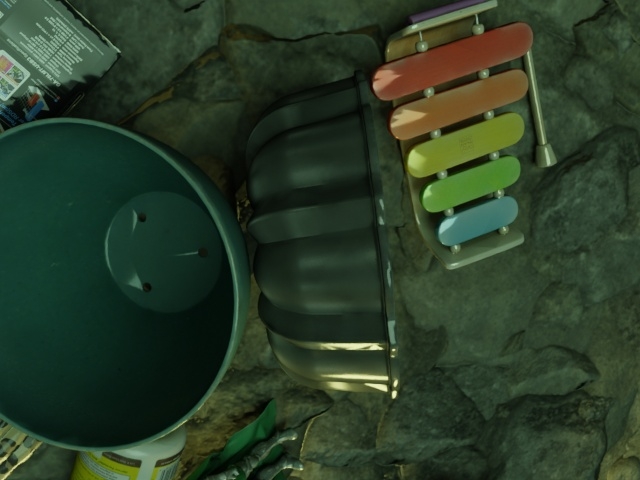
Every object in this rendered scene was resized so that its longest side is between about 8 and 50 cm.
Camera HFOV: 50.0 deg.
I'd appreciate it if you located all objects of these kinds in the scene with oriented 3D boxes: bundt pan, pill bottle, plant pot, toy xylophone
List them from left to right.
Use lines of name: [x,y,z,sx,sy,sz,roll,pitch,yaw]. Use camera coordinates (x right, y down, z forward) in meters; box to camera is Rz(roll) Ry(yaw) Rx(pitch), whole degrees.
pill bottle: [-0.243,0.304,0.820,0.117,0.117,0.215,14,103,-24]
plant pot: [-0.192,0.028,0.674,0.290,0.195,0.290,2,99,10]
bundt pan: [0.000,0.000,0.699,0.124,0.331,0.330,-7,112,1]
toy xylophone: [0.190,-0.139,0.835,0.236,0.081,0.322,-27,116,-9]

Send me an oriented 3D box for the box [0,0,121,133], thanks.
box: [-0.392,-0.172,0.621,0.293,0.073,0.295,-46,117,2]

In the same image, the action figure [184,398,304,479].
action figure: [-0.116,0.312,0.844,0.232,0.063,0.137,-26,109,-44]

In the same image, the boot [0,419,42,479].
boot: [-0.480,0.181,0.679,0.377,0.138,0.284,-36,124,5]
